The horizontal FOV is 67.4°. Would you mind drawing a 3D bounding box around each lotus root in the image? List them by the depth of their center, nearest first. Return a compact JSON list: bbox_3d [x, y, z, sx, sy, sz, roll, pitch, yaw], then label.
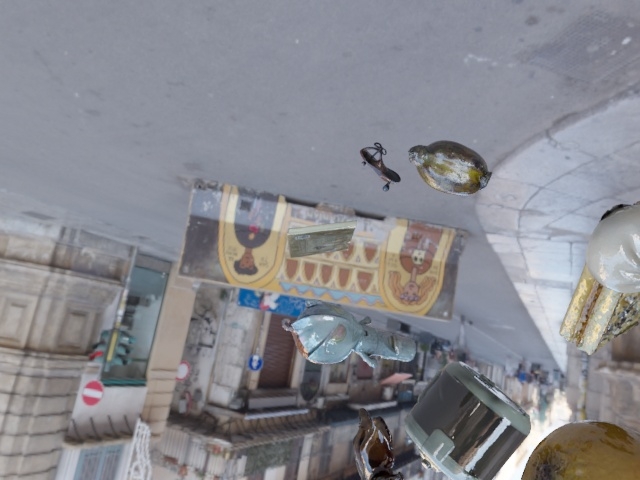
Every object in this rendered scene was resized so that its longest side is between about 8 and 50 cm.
[{"bbox_3d":[0.300,-0.172,1.123,0.210,0.120,0.120,20,168,-6],"label":"lotus root"}]

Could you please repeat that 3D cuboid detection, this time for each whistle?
[{"bbox_3d":[0.067,0.226,1.117,0.346,0.133,0.142,18,-158,-25],"label":"whistle"}]

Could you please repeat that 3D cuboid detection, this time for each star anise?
[{"bbox_3d":[0.111,0.453,0.872,0.088,0.288,0.288,-4,169,-2],"label":"star anise"}]

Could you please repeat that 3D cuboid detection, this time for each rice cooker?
[{"bbox_3d":[0.453,0.591,1.531,0.335,0.325,0.335,36,-177,-3],"label":"rice cooker"}]

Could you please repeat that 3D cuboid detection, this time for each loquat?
[{"bbox_3d":[0.433,0.408,0.728,0.263,0.263,0.263,10,169,2],"label":"loquat"}]

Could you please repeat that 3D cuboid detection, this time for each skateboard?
[{"bbox_3d":[0.183,-0.228,1.442,0.151,0.067,0.080,46,132,-2],"label":"skateboard"}]

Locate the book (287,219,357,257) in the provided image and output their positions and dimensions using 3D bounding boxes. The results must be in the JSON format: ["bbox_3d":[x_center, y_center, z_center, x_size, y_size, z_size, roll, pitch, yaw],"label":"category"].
[{"bbox_3d":[0.000,0.000,1.012,0.138,0.016,0.198,-8,165,-4],"label":"book"}]

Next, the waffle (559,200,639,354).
[{"bbox_3d":[0.738,0.089,1.165,0.261,0.376,0.114,-24,-137,-26],"label":"waffle"}]

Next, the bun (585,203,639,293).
[{"bbox_3d":[0.588,0.023,0.880,0.173,0.172,0.120,16,-167,-27],"label":"bun"}]
